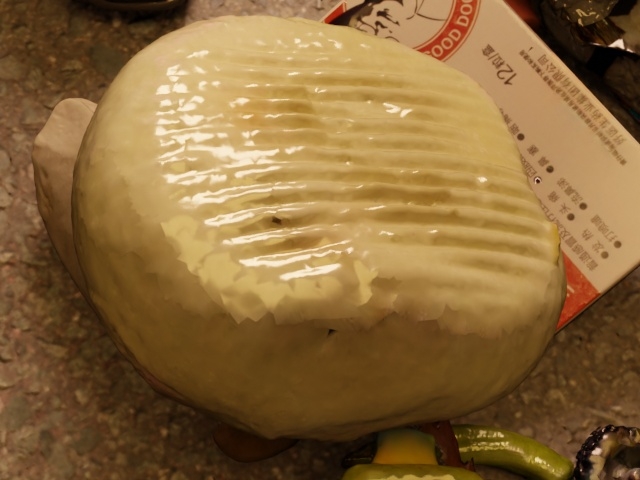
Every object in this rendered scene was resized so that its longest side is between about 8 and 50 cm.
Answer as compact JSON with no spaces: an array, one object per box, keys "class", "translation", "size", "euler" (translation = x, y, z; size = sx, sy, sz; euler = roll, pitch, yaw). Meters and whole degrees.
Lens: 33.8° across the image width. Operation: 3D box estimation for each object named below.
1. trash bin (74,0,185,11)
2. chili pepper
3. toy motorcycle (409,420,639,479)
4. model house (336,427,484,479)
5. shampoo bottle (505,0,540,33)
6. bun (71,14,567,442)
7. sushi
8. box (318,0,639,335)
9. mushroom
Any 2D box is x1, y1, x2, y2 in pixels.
[{"class":"trash bin","translation":[-0.228,-0.360,0.979],"size":[0.182,0.209,0.290],"euler":[-40,72,-16]},{"class":"chili pepper","translation":[0.124,0.180,0.894],"size":[0.208,0.043,0.049],"euler":[9,106,3]},{"class":"toy motorcycle","translation":[0.224,0.255,0.809],"size":[0.207,0.134,0.401],"euler":[-42,93,-22]},{"class":"model house","translation":[0.049,0.295,0.736],"size":[0.215,0.237,0.303],"euler":[7,69,-2]},{"class":"shampoo bottle","translation":[0.128,-0.289,1.048],"size":[0.085,0.085,0.244],"euler":[-22,72,-13]},{"class":"bun","translation":[0.000,0.000,0.771],"size":[0.361,0.213,0.361],"euler":[12,46,-13]},{"class":"sushi","translation":[0.296,-0.195,1.026],"size":[0.273,0.109,0.134],"euler":[28,73,21]},{"class":"box","translation":[0.132,-0.084,0.940],"size":[0.214,0.069,0.353],"euler":[-40,75,6]},{"class":"mushroom","translation":[-0.129,0.031,0.882],"size":[0.128,0.128,0.350],"euler":[-36,81,-16]}]
